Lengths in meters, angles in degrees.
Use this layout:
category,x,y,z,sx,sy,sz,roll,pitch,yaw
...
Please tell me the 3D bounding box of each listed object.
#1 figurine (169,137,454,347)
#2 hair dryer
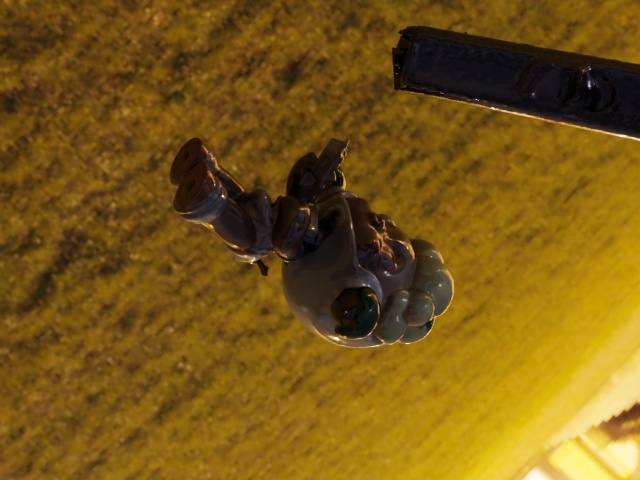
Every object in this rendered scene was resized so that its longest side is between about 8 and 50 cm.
category,x,y,z,sx,sy,sz,roll,pitch,yaw
figurine,0.001,0.000,0.679,0.093,0.147,0.197,-33,130,19
hair dryer,0.157,-0.068,0.570,0.197,0.251,0.089,-111,-151,-82
